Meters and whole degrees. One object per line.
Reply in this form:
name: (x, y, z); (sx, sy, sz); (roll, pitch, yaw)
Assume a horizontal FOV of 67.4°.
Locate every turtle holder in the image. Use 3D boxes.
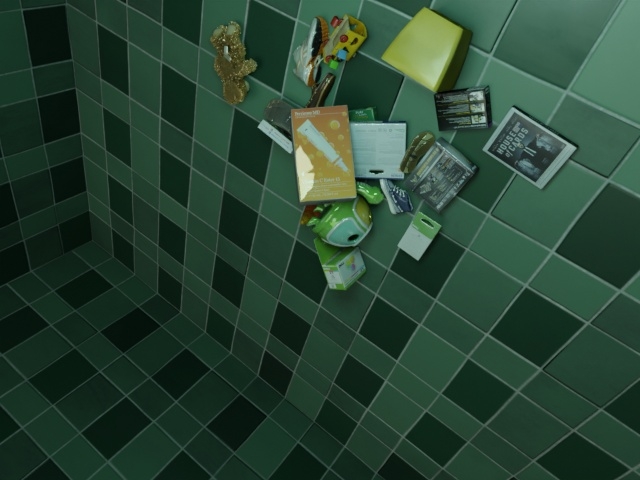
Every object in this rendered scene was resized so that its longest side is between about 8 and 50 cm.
turtle holder: (0.117, -0.119, 2.049); (0.227, 0.243, 0.320); (38, 97, -8)

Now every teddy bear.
teddy bear: (-0.378, -0.774, 2.098); (0.245, 0.113, 0.338); (-17, 98, 37)

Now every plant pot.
plant pot: (0.357, -0.613, 1.527); (0.212, 0.212, 0.187); (38, 123, 14)

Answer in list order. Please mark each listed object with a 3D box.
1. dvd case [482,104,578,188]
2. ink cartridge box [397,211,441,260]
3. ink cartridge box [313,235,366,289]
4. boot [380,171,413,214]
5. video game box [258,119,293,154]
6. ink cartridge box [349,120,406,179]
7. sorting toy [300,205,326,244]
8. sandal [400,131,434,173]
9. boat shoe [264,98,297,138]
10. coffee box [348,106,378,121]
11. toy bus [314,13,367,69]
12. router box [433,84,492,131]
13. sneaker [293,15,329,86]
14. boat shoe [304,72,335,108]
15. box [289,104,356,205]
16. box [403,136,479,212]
dvd case: (0.682, -0.305, 1.579); (0.239, 0.029, 0.179); (38, 134, 13)
ink cartridge box: (0.411, -0.028, 1.957); (0.109, 0.062, 0.209); (37, 134, 14)
ink cartridge box: (0.090, 0.072, 2.192); (0.097, 0.189, 0.255); (-2, 116, 41)
boot: (0.308, -0.197, 1.937); (0.086, 0.069, 0.190); (-8, 120, 34)
video game box: (-0.155, -0.429, 2.067); (0.187, 0.205, 0.048); (38, 100, 11)
ink cartridge box: (0.219, -0.350, 1.859); (0.223, 0.045, 0.224); (4, 120, 11)
sorting toy: (0.000, 0.000, 2.267); (0.127, 0.126, 0.365); (-14, 107, 43)
sandal: (0.357, -0.335, 1.805); (0.072, 0.049, 0.180); (26, 122, -8)
boat shoe: (-0.078, -0.475, 2.021); (0.355, 0.130, 0.132); (41, 97, 21)
coffee box: (0.180, -0.431, 1.896); (0.113, 0.040, 0.184); (4, 120, 35)
toy bus: (0.084, -0.708, 1.748); (0.202, 0.104, 0.191); (40, 114, 60)
router box: (0.484, -0.446, 1.635); (0.179, 0.046, 0.133); (5, 121, 37)
sneaker: (-0.053, -0.736, 1.852); (0.121, 0.099, 0.262); (36, 133, 22)
boat shoe: (-0.009, -0.589, 1.924); (0.073, 0.073, 0.207); (41, 135, 8)
box: (0.006, -0.316, 1.828); (0.168, 0.215, 0.345); (161, 103, -85)
box: (0.446, -0.240, 1.794); (0.183, 0.056, 0.231); (42, 135, 10)
